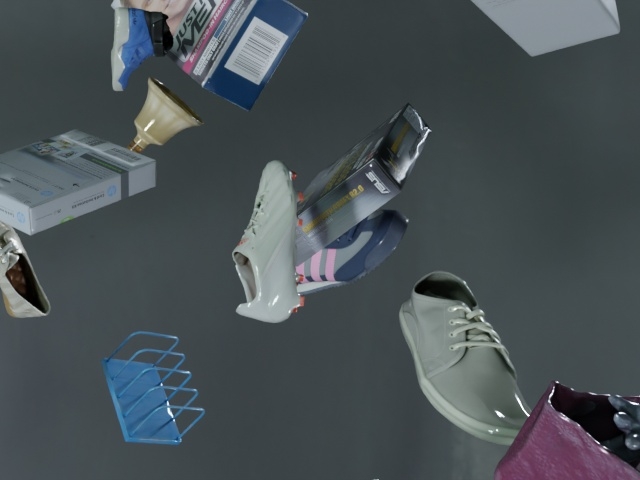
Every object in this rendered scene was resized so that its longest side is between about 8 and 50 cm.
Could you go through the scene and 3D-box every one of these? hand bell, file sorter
[{"bbox_3d":[-0.336,-0.162,1.817,0.242,0.126,0.126,-49,137,6],"label":"hand bell"},{"bbox_3d":[-0.292,0.259,1.785,0.118,0.104,0.170,16,37,-46],"label":"file sorter"}]

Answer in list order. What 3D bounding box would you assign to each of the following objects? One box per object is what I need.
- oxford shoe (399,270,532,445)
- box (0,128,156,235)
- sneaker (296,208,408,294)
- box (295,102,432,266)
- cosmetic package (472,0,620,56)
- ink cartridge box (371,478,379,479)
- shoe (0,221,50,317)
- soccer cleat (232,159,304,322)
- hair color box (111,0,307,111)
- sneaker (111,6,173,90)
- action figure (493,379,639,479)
[{"bbox_3d":[0.246,0.187,1.726,0.169,0.449,0.130,11,114,-18],"label":"oxford shoe"},{"bbox_3d":[-0.306,-0.072,1.163,0.186,0.145,0.038,-28,130,-48],"label":"box"},{"bbox_3d":[0.000,0.000,1.581,0.131,0.319,0.112,42,54,-19],"label":"sneaker"},{"bbox_3d":[0.046,-0.079,1.345,0.056,0.183,0.231,49,29,-9],"label":"box"},{"bbox_3d":[0.309,-0.461,1.520,0.453,0.161,0.230,14,66,-60],"label":"cosmetic package"},{"bbox_3d":[0.069,0.543,1.963,0.181,0.104,0.062,93,-18,-48],"label":"ink cartridge box"},{"bbox_3d":[-0.473,0.038,1.551,0.076,0.058,0.219,-56,149,-37],"label":"shoe"},{"bbox_3d":[-0.061,-0.004,1.127,0.076,0.068,0.196,5,66,-17],"label":"soccer cleat"},{"bbox_3d":[-0.184,-0.359,1.575,0.105,0.347,0.174,23,104,-44],"label":"hair color box"},{"bbox_3d":[-0.251,-0.266,1.424,0.084,0.152,0.058,0,54,-16],"label":"sneaker"},{"bbox_3d":[0.170,0.263,0.852,0.275,0.370,0.248,-10,58,-54],"label":"action figure"}]
